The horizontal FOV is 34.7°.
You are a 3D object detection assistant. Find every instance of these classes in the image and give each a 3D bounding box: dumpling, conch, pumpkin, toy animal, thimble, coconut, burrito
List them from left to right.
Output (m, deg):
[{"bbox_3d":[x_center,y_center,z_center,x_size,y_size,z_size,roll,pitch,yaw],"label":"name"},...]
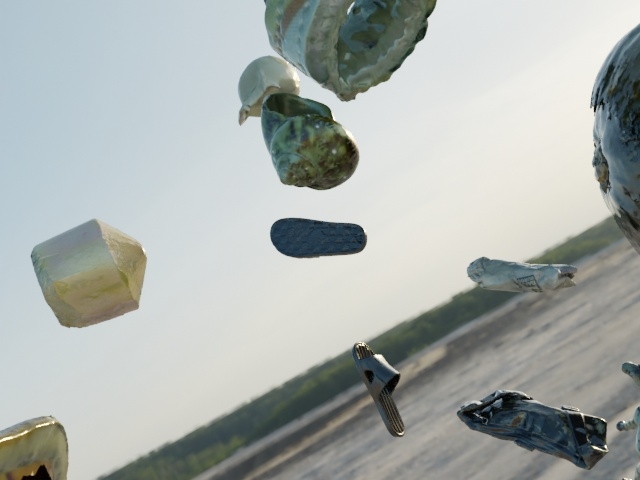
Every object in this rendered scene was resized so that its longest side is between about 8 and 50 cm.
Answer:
[{"bbox_3d":[-0.324,0.044,1.475,0.152,0.147,0.147,-21,-9,-10],"label":"coconut"},{"bbox_3d":[-0.114,-0.293,2.060,0.155,0.111,0.181,-43,-24,25],"label":"dumpling"},{"bbox_3d":[-0.028,-0.150,1.602,0.124,0.187,0.181,-65,-10,14],"label":"conch"},{"bbox_3d":[0.049,-0.377,1.674,0.254,0.167,0.288,-7,-49,-40],"label":"thimble"},{"bbox_3d":[0.349,0.062,1.801,0.203,0.064,0.064,4,16,39],"label":"burrito"},{"bbox_3d":[0.496,0.296,1.534,0.073,0.217,0.176,-3,-28,2],"label":"toy animal"},{"bbox_3d":[0.611,-0.153,1.651,0.344,0.454,0.454,-20,-6,9],"label":"pumpkin"}]

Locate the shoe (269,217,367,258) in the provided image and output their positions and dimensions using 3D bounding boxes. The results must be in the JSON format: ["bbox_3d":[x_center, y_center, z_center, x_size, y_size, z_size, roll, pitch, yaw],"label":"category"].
[{"bbox_3d":[0.000,0.000,1.789,0.179,0.071,0.049,1,-11,20],"label":"shoe"}]

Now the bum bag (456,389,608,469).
[{"bbox_3d":[0.326,0.279,1.555,0.248,0.069,0.102,17,19,38],"label":"bum bag"}]

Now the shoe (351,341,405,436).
[{"bbox_3d":[0.104,0.223,1.576,0.053,0.159,0.062,-28,-12,29],"label":"shoe"}]

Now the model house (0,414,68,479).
[{"bbox_3d":[-0.349,0.169,0.854,0.173,0.239,0.268,-51,-15,-39],"label":"model house"}]

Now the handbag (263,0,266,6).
[{"bbox_3d":[-0.019,-0.588,2.243,0.254,0.181,0.181,-22,0,43],"label":"handbag"}]
